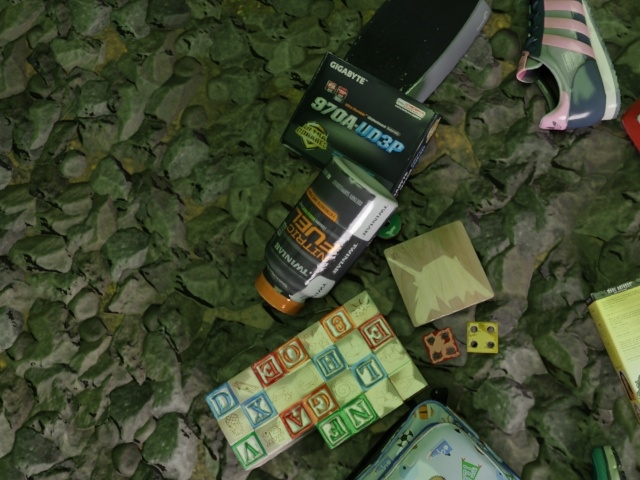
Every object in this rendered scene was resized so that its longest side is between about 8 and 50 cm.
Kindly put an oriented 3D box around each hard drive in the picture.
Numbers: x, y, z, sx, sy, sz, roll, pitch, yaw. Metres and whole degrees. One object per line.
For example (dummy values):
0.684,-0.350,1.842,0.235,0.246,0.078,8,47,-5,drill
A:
0.159,-0.350,1.231,0.172,0.054,0.255,38,85,16,hard drive

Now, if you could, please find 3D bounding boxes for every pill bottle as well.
0.000,0.000,1.115,0.130,0.130,0.246,41,104,17,pill bottle

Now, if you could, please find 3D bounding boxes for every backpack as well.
0.172,0.380,0.971,0.263,0.213,0.276,42,83,6,backpack

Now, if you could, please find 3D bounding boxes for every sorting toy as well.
0.189,0.063,1.123,0.132,0.046,0.275,-22,72,4,sorting toy

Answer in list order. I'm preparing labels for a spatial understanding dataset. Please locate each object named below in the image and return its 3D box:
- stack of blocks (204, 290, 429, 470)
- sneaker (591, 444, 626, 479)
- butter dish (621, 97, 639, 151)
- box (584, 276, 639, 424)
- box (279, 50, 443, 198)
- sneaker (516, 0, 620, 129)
-0.003,0.233,1.092,0.297,0.087,0.171,-33,73,0,stack of blocks
0.371,0.418,0.974,0.110,0.107,0.275,2,69,29,sneaker
0.577,-0.174,1.086,0.160,0.118,0.160,-43,61,38,butter dish
0.477,0.175,1.039,0.087,0.058,0.232,-21,73,4,box
0.065,-0.184,1.181,0.220,0.051,0.175,34,103,16,box
0.371,-0.329,1.159,0.131,0.112,0.319,-17,72,2,sneaker
